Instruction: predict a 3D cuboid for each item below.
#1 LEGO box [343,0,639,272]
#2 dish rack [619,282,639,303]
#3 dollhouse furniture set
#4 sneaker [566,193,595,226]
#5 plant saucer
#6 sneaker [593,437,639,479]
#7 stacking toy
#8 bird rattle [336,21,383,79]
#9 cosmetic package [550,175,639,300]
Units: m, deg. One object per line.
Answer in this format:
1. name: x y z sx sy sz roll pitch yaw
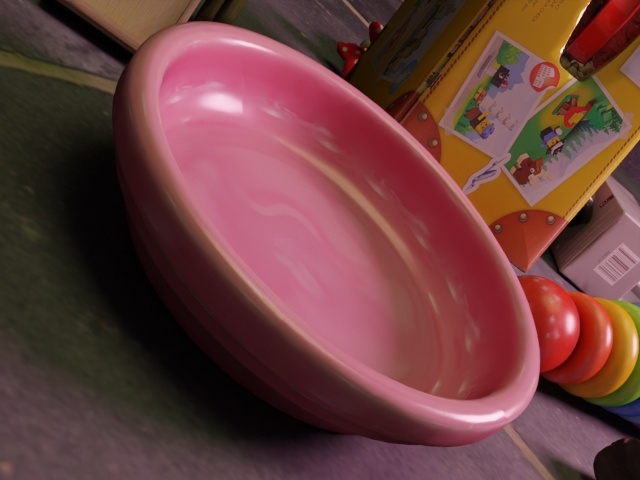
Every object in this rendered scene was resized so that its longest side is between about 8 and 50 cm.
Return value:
1. LEGO box: 0.251 -0.262 0.989 0.193 0.500 0.372 36 9 -14
2. dish rack: 0.576 0.097 1.594 0.285 0.072 0.333 44 21 2
3. dollhouse furniture set: -0.168 -0.259 0.876 0.212 0.161 0.242 34 0 -24
4. sneaker: 0.268 -0.080 1.308 0.276 0.097 0.135 9 73 -25
5. plant saucer: 0.000 0.000 0.634 0.332 0.084 0.332 32 30 -21
6. sneaker: 0.294 0.241 0.771 0.077 0.072 0.178 39 23 -43
7. stacking toy: 0.282 0.107 0.939 0.330 0.141 0.141 20 30 -39
8. bird rattle: 0.120 -0.224 1.374 0.253 0.143 0.207 18 17 -24
9. cosmetic package: 0.410 -0.014 1.418 0.107 0.127 0.238 38 19 -14
